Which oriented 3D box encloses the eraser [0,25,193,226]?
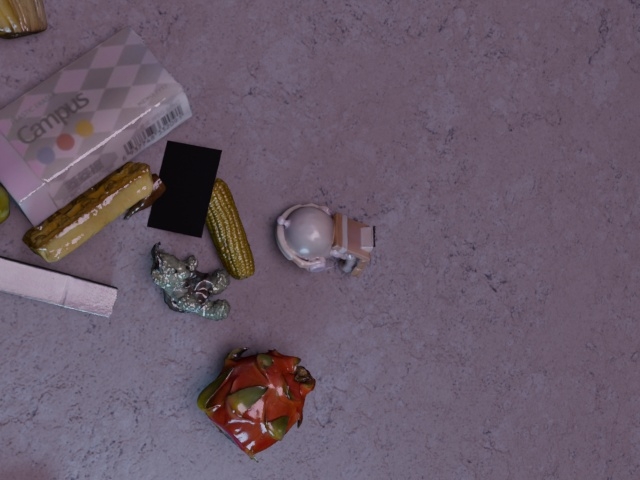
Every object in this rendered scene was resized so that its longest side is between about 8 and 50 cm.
[{"bbox_3d":[-0.468,-0.228,1.788,0.397,0.082,0.213,-40,89,-18],"label":"eraser"}]

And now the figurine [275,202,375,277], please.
[{"bbox_3d":[0.001,-0.002,2.021,0.236,0.141,0.163,12,60,-23],"label":"figurine"}]

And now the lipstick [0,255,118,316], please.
[{"bbox_3d":[-0.565,0.082,1.786,0.317,0.068,0.066,17,85,-24],"label":"lipstick"}]

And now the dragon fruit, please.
[{"bbox_3d":[-0.132,0.335,1.925,0.224,0.224,0.227,41,72,-21],"label":"dragon fruit"}]

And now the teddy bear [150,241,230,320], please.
[{"bbox_3d":[-0.291,0.090,1.898,0.213,0.111,0.133,34,37,-32],"label":"teddy bear"}]

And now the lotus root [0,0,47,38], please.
[{"bbox_3d":[-0.604,-0.451,1.732,0.159,0.095,0.135,-48,124,-58],"label":"lotus root"}]

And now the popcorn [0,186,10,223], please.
[{"bbox_3d":[-0.694,-0.070,1.632,0.259,0.259,0.212,-35,129,-19],"label":"popcorn"}]

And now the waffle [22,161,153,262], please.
[{"bbox_3d":[-0.453,-0.057,1.777,0.274,0.168,0.057,-40,113,-20],"label":"waffle"}]

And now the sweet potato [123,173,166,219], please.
[{"bbox_3d":[-0.370,-0.086,1.884,0.049,0.049,0.117,42,88,-21],"label":"sweet potato"}]

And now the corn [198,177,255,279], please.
[{"bbox_3d":[-0.202,-0.021,1.942,0.080,0.080,0.231,-24,103,-22],"label":"corn"}]

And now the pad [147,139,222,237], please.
[{"bbox_3d":[-0.285,-0.109,1.897,0.127,0.004,0.190,12,88,14],"label":"pad"}]
